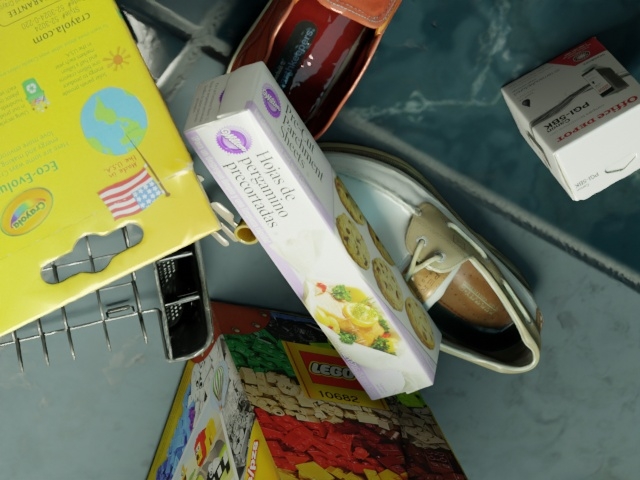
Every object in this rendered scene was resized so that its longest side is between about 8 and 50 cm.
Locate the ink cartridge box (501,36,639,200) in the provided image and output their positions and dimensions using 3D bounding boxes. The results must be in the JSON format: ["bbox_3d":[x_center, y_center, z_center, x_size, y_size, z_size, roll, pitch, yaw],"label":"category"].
[{"bbox_3d":[0.227,-0.106,1.655,0.099,0.135,0.056,-30,122,0],"label":"ink cartridge box"}]

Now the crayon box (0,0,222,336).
[{"bbox_3d":[-0.232,-0.110,1.472,0.202,0.081,0.318,-25,96,-2],"label":"crayon box"}]

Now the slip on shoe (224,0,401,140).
[{"bbox_3d":[0.025,-0.212,1.554,0.123,0.101,0.331,21,109,-24],"label":"slip on shoe"}]

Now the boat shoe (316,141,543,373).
[{"bbox_3d":[0.085,0.017,1.700,0.302,0.103,0.113,30,109,-27],"label":"boat shoe"}]

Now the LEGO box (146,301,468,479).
[{"bbox_3d":[-0.049,0.368,1.702,0.193,0.372,0.500,10,115,-22],"label":"LEGO box"}]

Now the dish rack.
[{"bbox_3d":[-0.235,0.028,1.607,0.271,0.074,0.208,-12,131,-7],"label":"dish rack"}]

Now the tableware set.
[{"bbox_3d":[-0.097,-0.050,1.620,0.104,0.024,0.154,-27,122,34],"label":"tableware set"}]

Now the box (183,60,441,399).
[{"bbox_3d":[0.000,0.000,1.575,0.063,0.067,0.324,-17,126,24],"label":"box"}]
